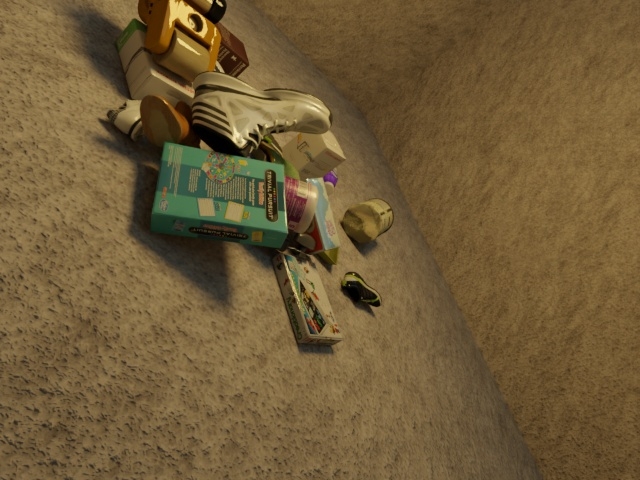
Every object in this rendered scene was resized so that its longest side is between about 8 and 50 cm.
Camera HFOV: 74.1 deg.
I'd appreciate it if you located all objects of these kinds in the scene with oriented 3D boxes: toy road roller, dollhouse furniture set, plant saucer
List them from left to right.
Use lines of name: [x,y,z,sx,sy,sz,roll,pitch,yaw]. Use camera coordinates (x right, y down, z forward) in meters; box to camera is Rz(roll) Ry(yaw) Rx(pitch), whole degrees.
toy road roller: [-0.461,-0.675,1.342,0.202,0.240,0.330,16,80,-55]
dollhouse furniture set: [-0.169,-0.354,1.497,0.197,0.151,0.301,20,22,-50]
plant saucer: [0.000,0.000,1.763,0.188,0.045,0.188,47,25,-20]

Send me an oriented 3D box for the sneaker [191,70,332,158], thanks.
sneaker: [-0.177,-0.334,1.311,0.447,0.169,0.258,8,69,-19]

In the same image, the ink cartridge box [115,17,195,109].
ink cartridge box: [-0.524,-0.547,1.379,0.198,0.114,0.273,18,43,-55]

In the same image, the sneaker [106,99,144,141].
sneaker: [-0.514,-0.369,1.217,0.094,0.090,0.235,32,26,-14]

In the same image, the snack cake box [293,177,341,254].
snack cake box: [-0.034,-0.083,1.569,0.089,0.152,0.265,-13,87,-43]

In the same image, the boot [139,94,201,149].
boot: [-0.423,-0.346,1.227,0.295,0.104,0.211,80,4,-54]

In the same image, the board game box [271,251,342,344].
board game box: [-0.044,0.195,1.413,0.193,0.053,0.305,22,40,-51]

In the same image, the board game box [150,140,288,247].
board game box: [-0.264,-0.121,1.144,0.335,0.079,0.254,8,52,-20]

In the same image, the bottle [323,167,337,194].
bottle: [0.034,-0.338,2.208,0.118,0.092,0.283,44,26,-27]

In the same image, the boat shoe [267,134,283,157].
boat shoe: [-0.243,-0.434,1.827,0.228,0.081,0.069,53,20,-24]

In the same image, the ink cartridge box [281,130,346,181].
ink cartridge box: [-0.037,-0.398,1.972,0.171,0.232,0.168,18,44,-56]

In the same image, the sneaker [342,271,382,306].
sneaker: [0.164,0.228,1.774,0.234,0.084,0.097,43,50,-25]

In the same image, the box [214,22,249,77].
box: [-0.440,-0.799,1.801,0.203,0.168,0.167,26,37,-49]

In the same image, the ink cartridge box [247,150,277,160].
ink cartridge box: [-0.262,-0.292,1.619,0.303,0.072,0.307,30,32,-44]

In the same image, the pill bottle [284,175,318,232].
pill bottle: [-0.172,-0.140,1.364,0.301,0.169,0.169,17,36,-14]

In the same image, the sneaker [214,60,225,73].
sneaker: [-0.401,-0.596,1.706,0.282,0.099,0.153,51,29,-20]

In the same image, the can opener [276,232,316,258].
can opener: [-0.133,-0.015,1.428,0.283,0.095,0.076,29,-7,-38]

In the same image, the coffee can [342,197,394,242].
coffee can: [0.252,-0.108,2.190,0.202,0.201,0.275,57,24,4]
